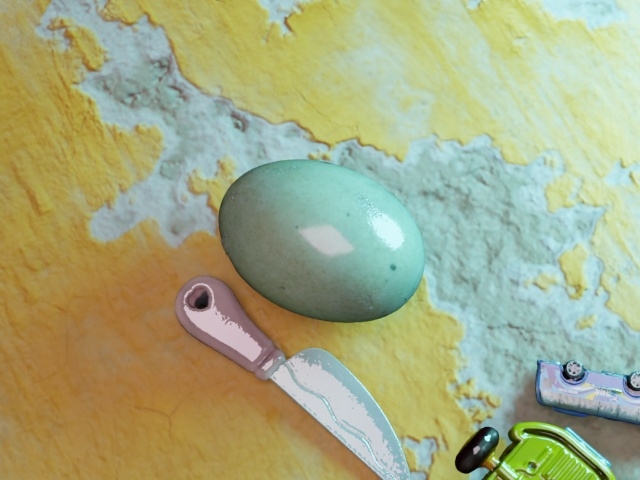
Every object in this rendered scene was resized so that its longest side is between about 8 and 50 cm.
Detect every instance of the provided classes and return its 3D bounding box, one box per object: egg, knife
[{"bbox_3d":[0.000,0.000,1.777,0.236,0.169,0.169,20,83,17],"label":"egg"},{"bbox_3d":[-0.022,0.153,1.829,0.336,0.043,0.081,38,80,6],"label":"knife"}]

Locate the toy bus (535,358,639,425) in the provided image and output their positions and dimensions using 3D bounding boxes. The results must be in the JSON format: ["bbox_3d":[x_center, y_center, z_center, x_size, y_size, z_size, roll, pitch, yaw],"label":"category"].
[{"bbox_3d":[0.307,0.165,1.770,0.153,0.051,0.061,10,87,9],"label":"toy bus"}]

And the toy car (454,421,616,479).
[{"bbox_3d":[0.197,0.312,1.711,0.248,0.142,0.200,-43,78,-12],"label":"toy car"}]
